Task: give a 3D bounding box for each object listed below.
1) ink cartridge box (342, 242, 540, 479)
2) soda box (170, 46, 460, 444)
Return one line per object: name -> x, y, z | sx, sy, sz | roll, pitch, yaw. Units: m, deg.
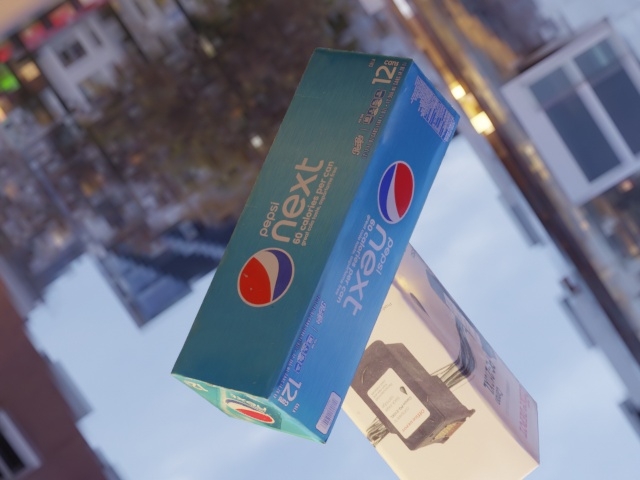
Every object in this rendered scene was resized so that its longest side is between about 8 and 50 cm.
ink cartridge box -> 0.069, 0.094, 1.508 | 0.100, 0.237, 0.172 | -37, -174, 12
soda box -> 0.000, 0.000, 1.049 | 0.071, 0.067, 0.210 | 11, -111, 35
